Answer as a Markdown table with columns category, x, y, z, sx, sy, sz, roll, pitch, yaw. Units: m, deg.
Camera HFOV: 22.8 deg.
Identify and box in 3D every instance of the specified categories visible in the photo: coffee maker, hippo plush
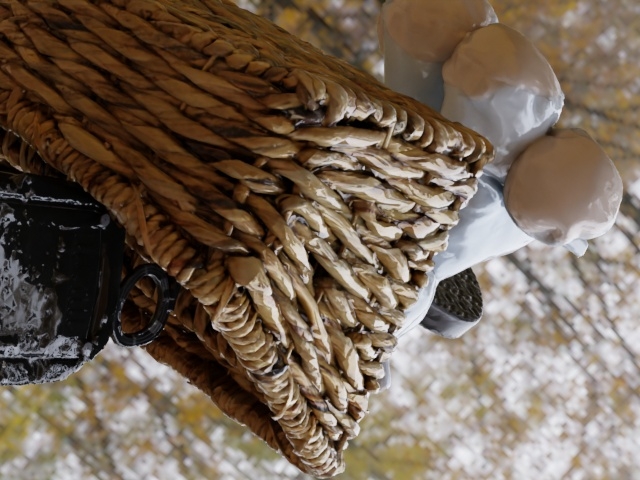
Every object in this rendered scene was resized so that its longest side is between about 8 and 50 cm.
| category | x | y | z | sx | sy | sz | roll | pitch | yaw |
| --- | --- | --- | --- | --- | --- | --- | --- | --- | --- |
| coffee maker | -0.198 | 0.015 | 0.816 | 0.178 | 0.171 | 0.120 | 11 | -110 | 39 |
| hippo plush | 0.053 | -0.038 | 1.148 | 0.237 | 0.234 | 0.294 | -34 | 174 | -3 |

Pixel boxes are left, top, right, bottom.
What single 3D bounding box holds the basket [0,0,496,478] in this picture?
| category | x | y | z | sx | sy | sz | roll | pitch | yaw |
| --- | --- | --- | --- | --- | --- | --- | --- | --- | --- |
| basket | -0.100 | -0.027 | 0.871 | 0.299 | 0.213 | 0.223 | 34 | -77 | 36 |

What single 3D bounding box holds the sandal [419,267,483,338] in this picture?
| category | x | y | z | sx | sy | sz | roll | pitch | yaw |
| --- | --- | --- | --- | --- | --- | --- | --- | --- | --- |
| sandal | 0.001 | 0.002 | 1.860 | 0.107 | 0.446 | 0.167 | -40 | -150 | 32 |
